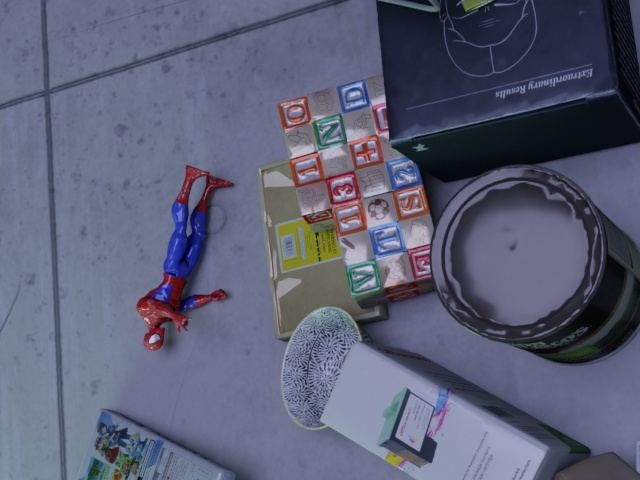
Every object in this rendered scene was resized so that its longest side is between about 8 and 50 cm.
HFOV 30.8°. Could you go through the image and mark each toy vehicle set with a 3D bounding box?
[{"bbox_3d":[0.000,0.000,1.682,0.166,0.035,0.266,-14,73,23],"label":"toy vehicle set"}]

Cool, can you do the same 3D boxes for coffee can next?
[{"bbox_3d":[0.274,0.038,1.403,0.202,0.275,0.201,-6,77,25],"label":"coffee can"}]

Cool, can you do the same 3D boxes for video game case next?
[{"bbox_3d":[-0.276,0.442,1.679,0.300,0.036,0.329,15,86,44],"label":"video game case"}]

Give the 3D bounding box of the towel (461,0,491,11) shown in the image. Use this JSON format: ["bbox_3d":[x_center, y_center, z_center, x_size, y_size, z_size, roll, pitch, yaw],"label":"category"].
[{"bbox_3d":[0.191,-0.328,1.436,0.060,0.009,0.083,-25,69,19],"label":"towel"}]

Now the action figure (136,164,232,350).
[{"bbox_3d":[-0.185,0.041,1.731,0.139,0.091,0.280,19,88,37],"label":"action figure"}]

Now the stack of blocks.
[{"bbox_3d":[0.059,-0.063,1.599,0.171,0.087,0.297,-15,73,7],"label":"stack of blocks"}]

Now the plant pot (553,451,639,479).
[{"bbox_3d":[0.321,0.320,1.361,0.109,0.096,0.109,43,120,55],"label":"plant pot"}]

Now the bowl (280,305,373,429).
[{"bbox_3d":[0.029,0.180,1.591,0.170,0.080,0.170,-22,60,46],"label":"bowl"}]

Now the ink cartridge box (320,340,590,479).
[{"bbox_3d":[0.168,0.242,1.452,0.278,0.201,0.117,27,93,28],"label":"ink cartridge box"}]

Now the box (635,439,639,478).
[{"bbox_3d":[0.448,0.299,1.375,0.137,0.072,0.126,-3,79,26],"label":"box"}]

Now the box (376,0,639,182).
[{"bbox_3d":[0.243,-0.311,1.532,0.294,0.212,0.395,-10,74,24],"label":"box"}]

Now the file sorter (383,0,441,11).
[{"bbox_3d":[0.094,-0.439,1.411,0.193,0.173,0.277,21,87,33],"label":"file sorter"}]
